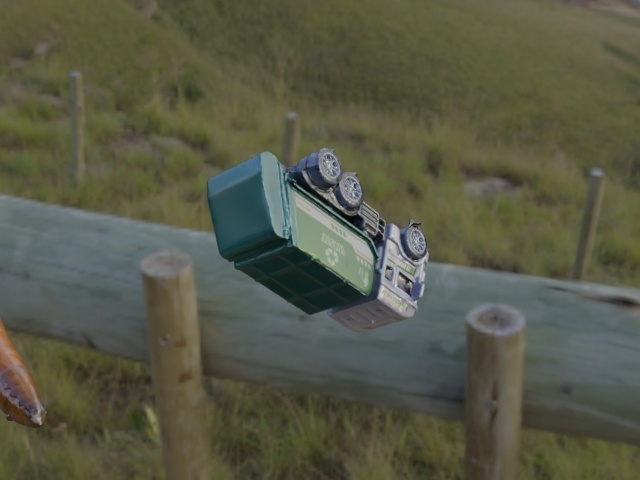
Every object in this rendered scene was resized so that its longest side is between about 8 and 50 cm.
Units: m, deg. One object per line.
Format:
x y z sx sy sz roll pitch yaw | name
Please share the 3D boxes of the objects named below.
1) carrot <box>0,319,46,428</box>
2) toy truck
-0.234 0.055 0.688 0.061 0.061 0.256 -13 32 -27 | carrot
0.000 0.000 1.057 0.114 0.253 0.124 -20 46 38 | toy truck
